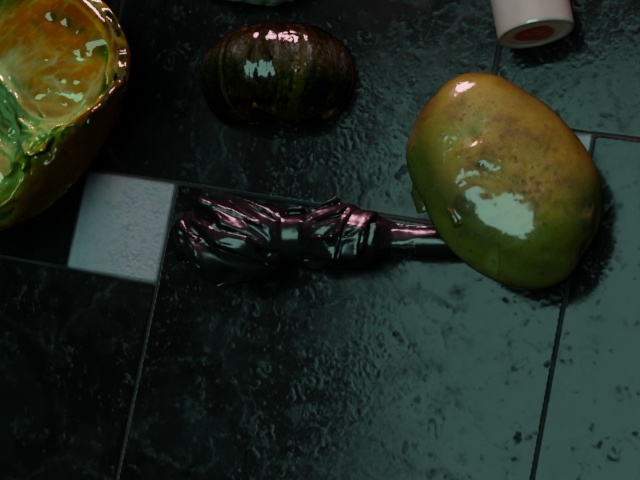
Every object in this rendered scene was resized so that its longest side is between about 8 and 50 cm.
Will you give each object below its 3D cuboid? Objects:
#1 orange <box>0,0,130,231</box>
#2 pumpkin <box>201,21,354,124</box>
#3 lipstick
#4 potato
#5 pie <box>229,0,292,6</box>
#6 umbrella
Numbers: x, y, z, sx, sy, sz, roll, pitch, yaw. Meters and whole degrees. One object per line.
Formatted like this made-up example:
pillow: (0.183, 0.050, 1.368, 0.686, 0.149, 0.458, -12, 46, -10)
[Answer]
orange: (-0.376, -0.167, 1.729, 0.262, 0.196, 0.334, 36, 98, 5)
pumpkin: (-0.061, -0.196, 1.677, 0.183, 0.107, 0.119, -6, 74, 16)
lipstick: (0.213, -0.383, 1.623, 0.087, 0.087, 0.326, -12, 78, 16)
potato: (0.194, -0.061, 1.544, 0.228, 0.148, 0.197, 34, 54, 10)
pie: (-0.089, -0.420, 1.699, 0.306, 0.071, 0.306, 3, 105, 12)
umbrella: (0.000, 0.000, 1.635, 0.340, 0.118, 0.118, 1, 82, 9)
